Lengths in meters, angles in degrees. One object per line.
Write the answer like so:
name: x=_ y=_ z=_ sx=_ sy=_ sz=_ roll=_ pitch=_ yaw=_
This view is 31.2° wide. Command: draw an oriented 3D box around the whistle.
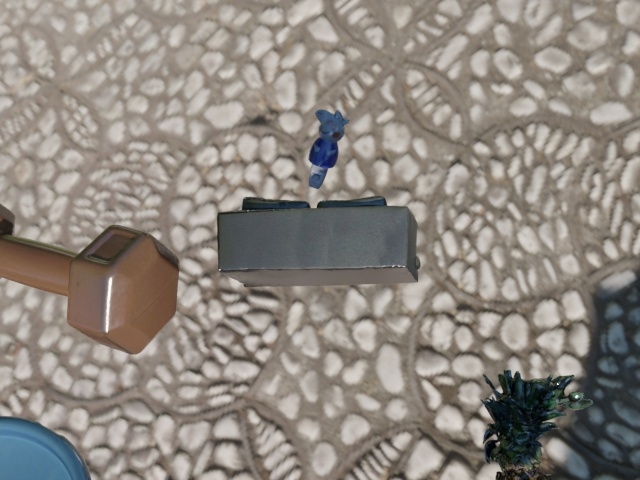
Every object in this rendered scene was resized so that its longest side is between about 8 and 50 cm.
whistle: x=0.002 y=-0.088 z=1.109 sx=0.033 sy=0.029 sz=0.083 roll=18 pitch=115 yaw=3

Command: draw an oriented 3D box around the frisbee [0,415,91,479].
frisbee: x=-0.373 y=0.318 z=1.214 sx=0.289 sy=0.049 sz=0.289 roll=-7 pitch=47 yaw=8

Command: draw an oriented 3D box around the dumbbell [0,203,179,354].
dumbbell: x=-0.214 y=0.018 z=0.871 sx=0.231 sy=0.082 sz=0.092 roll=13 pitch=42 yaw=29

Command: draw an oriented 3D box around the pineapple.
pineapple: x=0.203 y=0.235 z=1.110 sx=0.103 sy=0.083 sz=0.221 roll=2 pitch=89 yaw=24

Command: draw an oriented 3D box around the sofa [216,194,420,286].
sofa: x=0.000 y=0.000 z=0.878 sx=0.147 sy=0.085 sz=0.060 roll=-2 pitch=78 yaw=11
